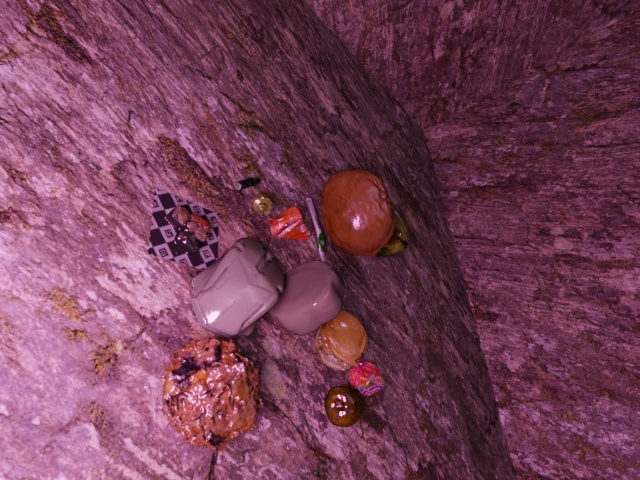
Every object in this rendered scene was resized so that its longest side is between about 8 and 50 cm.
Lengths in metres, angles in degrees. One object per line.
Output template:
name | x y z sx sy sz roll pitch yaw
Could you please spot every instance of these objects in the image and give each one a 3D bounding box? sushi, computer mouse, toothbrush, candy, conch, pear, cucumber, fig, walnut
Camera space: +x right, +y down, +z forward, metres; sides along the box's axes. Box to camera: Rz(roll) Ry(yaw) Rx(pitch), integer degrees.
sushi | -0.380 -0.034 1.242 0.231 0.047 0.219 25 49 -45
computer mouse | -0.213 0.118 1.246 0.228 0.146 0.429 48 26 -9
toothbrush | -0.004 0.002 1.775 0.042 0.040 0.417 11 55 -50
candy | 0.123 0.415 1.625 0.124 0.124 0.365 7 55 -53
conch | -0.212 -0.135 1.554 0.121 0.074 0.089 -99 176 -57
pear | 0.307 -0.074 2.161 0.239 0.164 0.255 27 42 -30
cucumber | -0.262 -0.211 1.548 0.032 0.032 0.133 62 33 -3
fig | 0.099 0.564 1.449 0.185 0.127 0.132 13 45 -47
walnut | 0.160 -0.119 1.831 0.354 0.308 0.397 37 35 -68

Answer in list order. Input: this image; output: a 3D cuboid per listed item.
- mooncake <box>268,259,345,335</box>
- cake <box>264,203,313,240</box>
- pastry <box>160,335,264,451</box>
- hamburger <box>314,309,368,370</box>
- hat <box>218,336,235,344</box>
mooncake | -0.042 0.188 1.380 0.135 0.275 0.274 53 33 -28
cake | -0.089 -0.066 1.634 0.098 0.135 0.287 58 21 16
pastry | -0.248 0.362 1.023 0.275 0.193 0.274 34 44 -41
hamburger | 0.074 0.356 1.530 0.190 0.122 0.215 31 40 -9
hat | -0.272 0.297 1.185 0.058 0.042 0.086 -46 142 -57
